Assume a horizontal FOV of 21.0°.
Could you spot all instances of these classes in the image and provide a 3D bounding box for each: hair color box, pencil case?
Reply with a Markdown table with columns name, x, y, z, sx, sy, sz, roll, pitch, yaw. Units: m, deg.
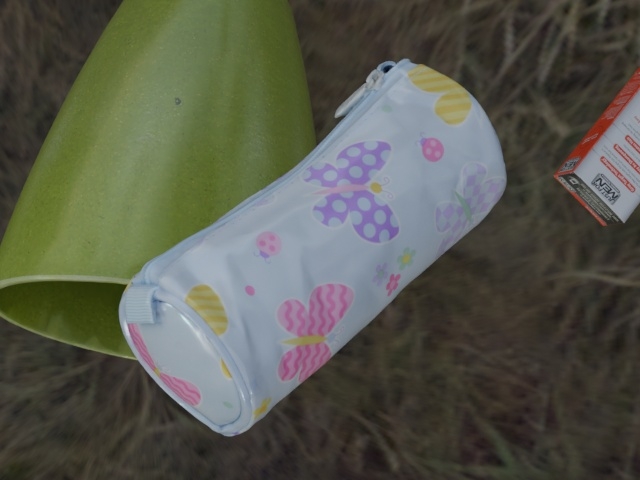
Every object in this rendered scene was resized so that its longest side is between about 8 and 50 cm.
| name | x | y | z | sx | sy | sz | roll | pitch | yaw |
| --- | --- | --- | --- | --- | --- | --- | --- | --- | --- |
| hair color box | 0.286 | -0.089 | 1.579 | 0.072 | 0.043 | 0.141 | 44 | 73 | -12 |
| pencil case | 0.000 | 0.000 | 1.093 | 0.273 | 0.113 | 0.124 | -42 | 129 | -28 |

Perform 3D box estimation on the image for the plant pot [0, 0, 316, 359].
| name | x | y | z | sx | sy | sz | roll | pitch | yaw |
| --- | --- | --- | --- | --- | --- | --- | --- | --- | --- |
| plant pot | -0.114 | -0.067 | 1.424 | 0.274 | 0.275 | 0.294 | 10 | 74 | -5 |
